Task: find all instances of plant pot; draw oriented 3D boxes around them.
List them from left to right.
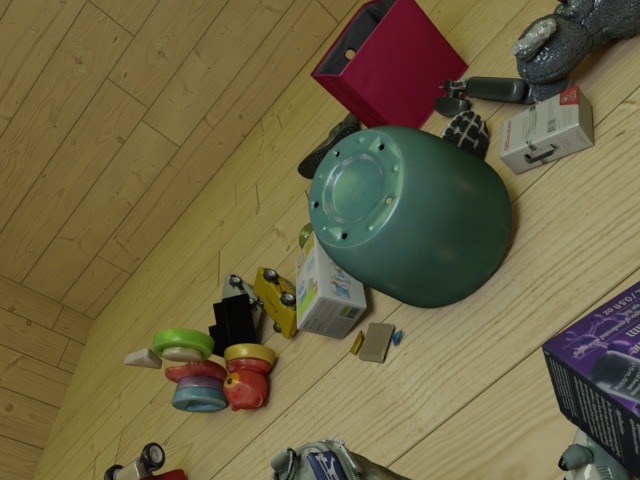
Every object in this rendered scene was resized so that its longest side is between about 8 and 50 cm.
[{"bbox_3d":[0.000,0.000,1.186,0.079,0.083,0.083,16,72,49],"label":"plant pot"},{"bbox_3d":[0.122,-0.052,0.753,0.293,0.235,0.293,-17,65,40],"label":"plant pot"}]

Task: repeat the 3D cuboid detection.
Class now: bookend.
[{"bbox_3d":[-0.241,0.223,1.209,0.157,0.072,0.156,-11,89,56],"label":"bookend"}]

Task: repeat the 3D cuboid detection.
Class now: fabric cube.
[{"bbox_3d":[0.174,-0.456,1.228,0.254,0.258,0.259,-53,27,4],"label":"fabric cube"}]

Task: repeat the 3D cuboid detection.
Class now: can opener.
[{"bbox_3d":[0.352,-0.313,0.998,0.280,0.074,0.093,-141,53,-65],"label":"can opener"}]

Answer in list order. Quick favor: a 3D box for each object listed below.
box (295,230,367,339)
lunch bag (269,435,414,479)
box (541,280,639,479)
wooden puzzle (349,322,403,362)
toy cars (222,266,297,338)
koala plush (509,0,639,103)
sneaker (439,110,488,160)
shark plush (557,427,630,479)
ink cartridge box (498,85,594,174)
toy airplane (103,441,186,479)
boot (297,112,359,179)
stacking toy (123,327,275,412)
[{"bbox_3d":[0.016,0.088,0.973,0.203,0.103,0.114,-95,29,-48],"label":"box"},{"bbox_3d":[0.073,0.342,0.399,0.212,0.305,0.256,-39,31,26],"label":"lunch bag"},{"bbox_3d":[0.328,0.139,0.388,0.153,0.108,0.207,-31,26,-7],"label":"box"},{"bbox_3d":[0.104,0.190,0.854,0.116,0.014,0.079,-2,61,58],"label":"wooden puzzle"},{"bbox_3d":[-0.146,0.159,1.208,0.393,0.087,0.177,-13,83,55],"label":"toy cars"},{"bbox_3d":[0.426,-0.362,0.792,0.221,0.196,0.203,-49,45,1],"label":"koala plush"},{"bbox_3d":[0.239,-0.144,0.935,0.275,0.107,0.110,-57,18,-5],"label":"sneaker"},{"bbox_3d":[0.310,0.213,0.481,0.067,0.073,0.161,18,52,43],"label":"shark plush"},{"bbox_3d":[0.385,-0.186,0.788,0.135,0.056,0.099,-21,41,47],"label":"ink cartridge box"},{"bbox_3d":[-0.390,0.613,0.876,0.384,0.272,0.386,-32,-2,-32],"label":"toy airplane"},{"bbox_3d":[0.036,-0.308,1.497,0.246,0.083,0.161,-34,25,24],"label":"boot"},{"bbox_3d":[-0.287,0.326,1.054,0.309,0.279,0.130,-31,45,35],"label":"stacking toy"}]
